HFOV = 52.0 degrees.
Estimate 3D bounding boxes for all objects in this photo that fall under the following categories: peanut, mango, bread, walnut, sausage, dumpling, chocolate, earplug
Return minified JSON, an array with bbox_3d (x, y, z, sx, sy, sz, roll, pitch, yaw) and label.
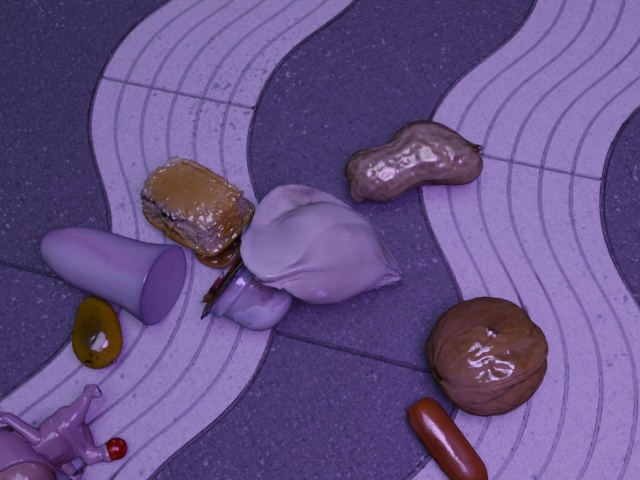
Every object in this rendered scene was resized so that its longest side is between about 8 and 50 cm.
[{"bbox_3d":[0.196,-0.172,1.404,0.291,0.143,0.159,-13,71,2],"label":"peanut"},{"bbox_3d":[-0.467,0.187,1.363,0.103,0.076,0.161,-22,63,3],"label":"mango"},{"bbox_3d":[-0.270,-0.078,1.402,0.245,0.121,0.174,27,59,26],"label":"bread"},{"bbox_3d":[-0.221,0.011,1.428,0.110,0.024,0.110,-3,67,8],"label":"bread"},{"bbox_3d":[0.316,0.216,1.236,0.228,0.228,0.228,-1,71,3],"label":"walnut"},{"bbox_3d":[0.242,0.390,1.246,0.076,0.076,0.197,-34,74,-8],"label":"sausage"},{"bbox_3d":[-0.003,0.001,1.303,0.341,0.181,0.260,-14,59,-17],"label":"dumpling"},{"bbox_3d":[-0.131,0.105,1.335,0.147,0.221,0.221,37,76,-15],"label":"chocolate"},{"bbox_3d":[-0.455,0.051,1.370,0.301,0.172,0.172,17,73,15],"label":"earplug"}]

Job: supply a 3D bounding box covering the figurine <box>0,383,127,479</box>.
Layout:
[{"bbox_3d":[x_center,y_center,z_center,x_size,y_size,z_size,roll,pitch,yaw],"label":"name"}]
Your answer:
[{"bbox_3d":[-0.527,0.409,1.246,0.287,0.176,0.186,-23,45,-19],"label":"figurine"}]
